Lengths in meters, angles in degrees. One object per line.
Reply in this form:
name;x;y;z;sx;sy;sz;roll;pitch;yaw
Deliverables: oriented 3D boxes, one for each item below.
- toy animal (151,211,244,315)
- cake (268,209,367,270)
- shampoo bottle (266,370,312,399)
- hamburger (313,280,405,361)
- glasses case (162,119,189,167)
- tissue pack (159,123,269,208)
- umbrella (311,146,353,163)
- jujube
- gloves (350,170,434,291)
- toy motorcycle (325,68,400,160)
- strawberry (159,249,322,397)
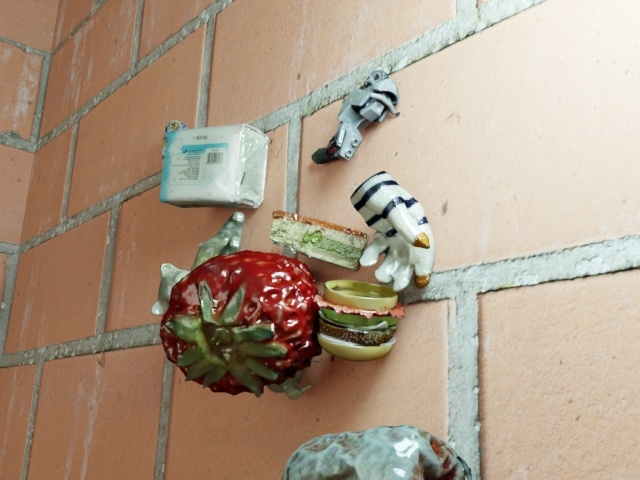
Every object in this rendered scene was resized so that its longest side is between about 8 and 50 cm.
toy animal;-0.280;0.068;1.722;0.266;0.188;0.307;117;159;-81
cake;0.005;0.000;1.549;0.221;0.117;0.086;15;92;20
shampoo bottle;-0.107;0.246;1.567;0.085;0.085;0.262;-60;40;19
hamburger;0.066;0.151;1.329;0.175;0.175;0.136;20;106;52
glasses case;-0.415;-0.235;2.111;0.065;0.087;0.247;-21;61;32
tissue pack;-0.271;-0.183;1.832;0.271;0.124;0.201;2;88;36
umbrella;0.027;-0.191;1.591;0.133;0.031;0.036;-7;48;52
jujube;0.083;0.407;1.172;0.317;0.226;0.226;-23;61;39
gloves;0.142;-0.014;1.336;0.140;0.131;0.218;-39;80;34
toy motorcycle;0.093;-0.254;1.489;0.215;0.080;0.122;-60;30;-4
strawberry;-0.133;0.129;1.452;0.317;0.295;0.345;-40;13;30
